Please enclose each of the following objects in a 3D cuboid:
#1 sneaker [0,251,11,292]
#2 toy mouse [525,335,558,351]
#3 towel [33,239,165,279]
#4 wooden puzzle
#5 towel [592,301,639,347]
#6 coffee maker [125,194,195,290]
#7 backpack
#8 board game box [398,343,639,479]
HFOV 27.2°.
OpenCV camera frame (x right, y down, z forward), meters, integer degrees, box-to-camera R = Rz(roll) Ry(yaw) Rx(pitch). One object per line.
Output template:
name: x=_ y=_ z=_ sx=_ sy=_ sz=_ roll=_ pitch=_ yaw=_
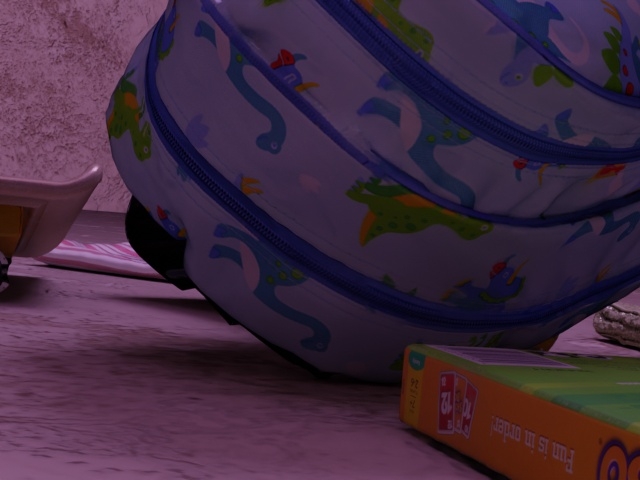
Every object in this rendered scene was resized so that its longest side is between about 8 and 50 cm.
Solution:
sneaker: x=-0.197 y=0.014 z=0.743 sx=0.044 sy=0.040 sz=0.109 roll=8 pitch=2 yaw=-8
toy mouse: x=0.067 y=0.036 z=0.745 sx=0.143 sy=0.031 sz=0.161 roll=10 pitch=18 yaw=17
towel: x=-0.141 y=0.013 z=1.144 sx=0.144 sy=0.029 sz=0.197 roll=6 pitch=2 yaw=18
wooden puzzle: x=-0.269 y=-0.012 z=0.833 sx=0.239 sy=0.044 sz=0.221 roll=1 pitch=-10 yaw=-17
towel: x=0.259 y=0.064 z=0.882 sx=0.110 sy=0.027 sz=0.148 roll=6 pitch=1 yaw=-17
coffee maker: x=-0.035 y=-0.036 z=0.852 sx=0.178 sy=0.171 sz=0.120 roll=-5 pitch=30 yaw=42
backpack: x=0.063 y=-0.079 z=0.650 sx=0.355 sy=0.290 sz=0.273 roll=-27 pitch=-17 yaw=-36
board game box: x=0.124 y=0.061 z=0.360 sx=0.124 sy=0.039 sz=0.259 roll=5 pitch=-1 yaw=-17
